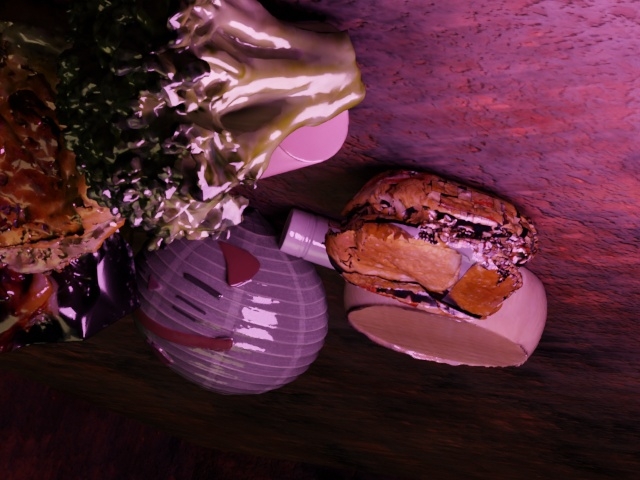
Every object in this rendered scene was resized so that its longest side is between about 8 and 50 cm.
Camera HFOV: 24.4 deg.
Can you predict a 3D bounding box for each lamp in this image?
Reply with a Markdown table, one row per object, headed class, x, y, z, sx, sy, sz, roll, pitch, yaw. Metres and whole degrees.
| class | x | y | z | sx | sy | sz | roll | pitch | yaw |
| --- | --- | --- | --- | --- | --- | --- | --- | --- | --- |
| lamp | -0.117 | 0.070 | 1.850 | 0.265 | 0.233 | 0.233 | 28 | 173 | 34 |

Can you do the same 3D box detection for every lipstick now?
| class | x | y | z | sx | sy | sz | roll | pitch | yaw |
| --- | --- | --- | --- | --- | --- | --- | --- | --- | --- |
| lipstick | -0.093 | -0.097 | 1.474 | 0.087 | 0.087 | 0.327 | 24 | 163 | -26 |

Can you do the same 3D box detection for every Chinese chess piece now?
| class | x | y | z | sx | sy | sz | roll | pitch | yaw |
| --- | --- | --- | --- | --- | --- | --- | --- | --- | --- |
| Chinese chess piece | 0.151 | 0.077 | 1.808 | 0.249 | 0.103 | 0.250 | 15 | 164 | 4 |

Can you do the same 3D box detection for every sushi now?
| class | x | y | z | sx | sy | sz | roll | pitch | yaw |
| --- | --- | --- | --- | --- | --- | --- | --- | --- | --- |
| sushi | -0.379 | 0.008 | 1.763 | 0.215 | 0.212 | 0.227 | 3 | 115 | 43 |

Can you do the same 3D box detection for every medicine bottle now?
| class | x | y | z | sx | sy | sz | roll | pitch | yaw |
| --- | --- | --- | --- | --- | --- | --- | --- | --- | --- |
| medicine bottle | 0.000 | 0.000 | 1.776 | 0.089 | 0.057 | 0.057 | 18 | 165 | -8 |

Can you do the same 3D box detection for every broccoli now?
| class | x | y | z | sx | sy | sz | roll | pitch | yaw |
| --- | --- | --- | --- | --- | --- | --- | --- | --- | --- |
| broccoli | -0.096 | -0.138 | 1.219 | 0.245 | 0.248 | 0.288 | -16 | 170 | -29 |

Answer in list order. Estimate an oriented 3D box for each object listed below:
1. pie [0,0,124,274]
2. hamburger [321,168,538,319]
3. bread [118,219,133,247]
| class | x | y | z | sx | sy | sz | roll | pitch | yaw |
| --- | --- | --- | --- | --- | --- | --- | --- | --- | --- |
| pie | -0.278 | -0.103 | 1.405 | 0.308 | 0.085 | 0.308 | 8 | 121 | 14 |
| hamburger | 0.117 | 0.001 | 1.574 | 0.231 | 0.107 | 0.231 | 18 | 162 | 6 |
| bread | -0.318 | 0.012 | 2.059 | 0.114 | 0.111 | 0.129 | 24 | 146 | -9 |
